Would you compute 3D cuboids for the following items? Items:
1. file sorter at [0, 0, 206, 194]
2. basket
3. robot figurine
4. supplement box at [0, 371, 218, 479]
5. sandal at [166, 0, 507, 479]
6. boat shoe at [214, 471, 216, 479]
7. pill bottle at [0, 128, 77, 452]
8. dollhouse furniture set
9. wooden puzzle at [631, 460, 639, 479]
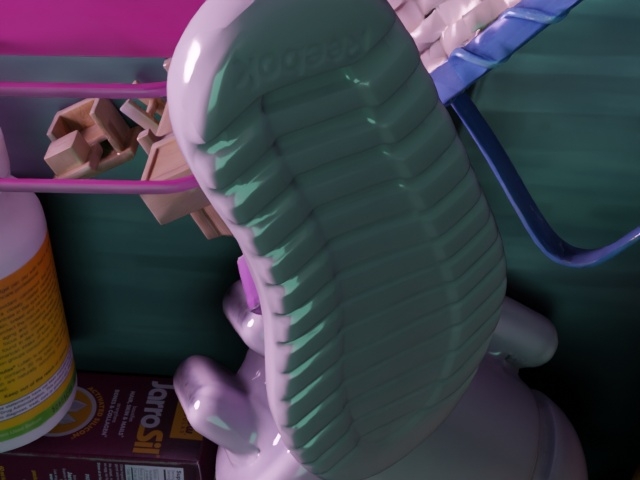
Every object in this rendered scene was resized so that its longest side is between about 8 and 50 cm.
[{"bbox_3d":[-0.143,-0.184,0.670,0.202,0.182,0.290,1,129,5],"label":"file sorter"},{"bbox_3d":[0.161,-0.148,0.741,0.255,0.201,0.289,-32,91,36],"label":"basket"},{"bbox_3d":[0.061,0.164,1.002,0.353,0.200,0.300,33,94,-17],"label":"robot figurine"},{"bbox_3d":[-0.184,0.174,1.094,0.188,0.104,0.080,3,126,3],"label":"supplement box"},{"bbox_3d":[0.013,-0.007,0.744,0.169,0.102,0.416,-30,142,-13],"label":"sandal"},{"bbox_3d":[-0.105,0.254,1.181,0.043,0.049,0.137,-7,130,13],"label":"boat shoe"},{"bbox_3d":[-0.268,0.031,0.978,0.136,0.136,0.245,1,126,5],"label":"pill bottle"},{"bbox_3d":[-0.114,-0.032,0.888,0.161,0.182,0.101,-22,121,20],"label":"dollhouse furniture set"},{"bbox_3d":[0.238,0.254,0.995,0.080,0.322,0.347,28,125,13],"label":"wooden puzzle"}]
